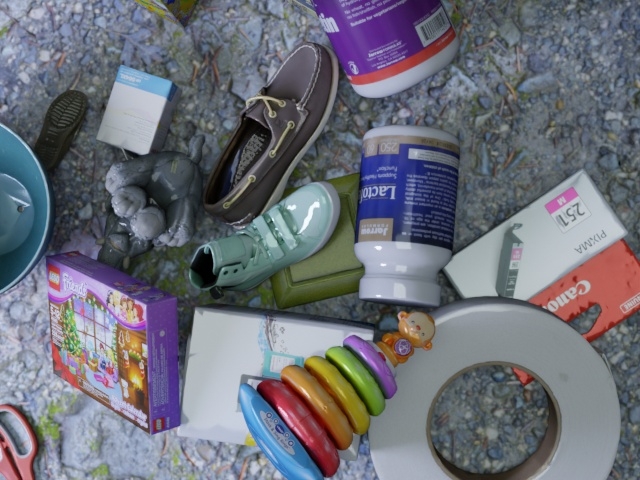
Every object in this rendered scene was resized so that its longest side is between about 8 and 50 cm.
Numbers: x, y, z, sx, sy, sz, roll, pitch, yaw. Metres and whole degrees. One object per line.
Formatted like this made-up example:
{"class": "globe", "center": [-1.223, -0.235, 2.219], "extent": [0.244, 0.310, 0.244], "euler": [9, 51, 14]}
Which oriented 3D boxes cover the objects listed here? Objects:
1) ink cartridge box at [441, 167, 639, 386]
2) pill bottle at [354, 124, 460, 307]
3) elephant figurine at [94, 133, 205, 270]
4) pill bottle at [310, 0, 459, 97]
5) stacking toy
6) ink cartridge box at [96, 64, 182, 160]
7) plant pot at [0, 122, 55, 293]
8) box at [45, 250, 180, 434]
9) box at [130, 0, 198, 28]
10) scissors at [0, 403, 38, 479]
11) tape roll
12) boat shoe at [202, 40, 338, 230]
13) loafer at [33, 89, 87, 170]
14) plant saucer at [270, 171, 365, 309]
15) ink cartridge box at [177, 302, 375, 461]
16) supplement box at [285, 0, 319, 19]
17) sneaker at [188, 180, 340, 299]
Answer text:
{"class": "ink cartridge box", "center": [0.364, 0.061, 1.896], "extent": [0.275, 0.060, 0.239], "euler": [-34, 86, 2]}
{"class": "pill bottle", "center": [0.131, -0.034, 1.848], "extent": [0.153, 0.153, 0.264], "euler": [4, 82, 3]}
{"class": "elephant figurine", "center": [-0.281, -0.038, 1.896], "extent": [0.186, 0.239, 0.169], "euler": [-6, 71, -23]}
{"class": "pill bottle", "center": [0.070, -0.389, 1.813], "extent": [0.182, 0.181, 0.323], "euler": [-27, 109, 2]}
{"class": "stacking toy", "center": [0.044, 0.199, 1.681], "extent": [0.302, 0.166, 0.175], "euler": [-36, 78, -13]}
{"class": "ink cartridge box", "center": [-0.291, -0.192, 1.916], "extent": [0.090, 0.092, 0.143], "euler": [19, 89, 4]}
{"class": "plant pot", "center": [-0.538, -0.046, 1.873], "extent": [0.290, 0.195, 0.290], "euler": [0, 89, 3]}
{"class": "box", "center": [-0.315, 0.147, 1.808], "extent": [0.057, 0.293, 0.200], "euler": [-13, 111, -38]}
{"class": "box", "center": [-0.240, -0.513, 1.828], "extent": [0.177, 0.279, 0.290], "euler": [27, 91, 3]}
{"class": "scissors", "center": [-0.463, 0.406, 1.946], "extent": [0.109, 0.021, 0.297], "euler": [-34, 86, 0]}
{"class": "tape roll", "center": [0.265, 0.278, 1.857], "extent": [0.392, 0.072, 0.392], "euler": [0, 98, -1]}
{"class": "boat shoe", "center": [-0.080, -0.172, 1.886], "extent": [0.117, 0.097, 0.324], "euler": [30, 92, 39]}
{"class": "loafer", "center": [-0.423, -0.176, 1.945], "extent": [0.056, 0.050, 0.148], "euler": [27, 75, 0]}
{"class": "plant saucer", "center": [0.000, 0.000, 1.921], "extent": [0.188, 0.045, 0.188], "euler": [-13, 88, 2]}
{"class": "ink cartridge box", "center": [-0.062, 0.209, 1.843], "extent": [0.270, 0.198, 0.197], "euler": [8, 89, 4]}
{"class": "supplement box", "center": [-0.010, -0.408, 1.924], "extent": [0.083, 0.056, 0.083], "euler": [30, 90, 3]}
{"class": "sneaker", "center": [-0.088, 0.003, 1.825], "extent": [0.256, 0.151, 0.094], "euler": [-40, 73, 28]}
